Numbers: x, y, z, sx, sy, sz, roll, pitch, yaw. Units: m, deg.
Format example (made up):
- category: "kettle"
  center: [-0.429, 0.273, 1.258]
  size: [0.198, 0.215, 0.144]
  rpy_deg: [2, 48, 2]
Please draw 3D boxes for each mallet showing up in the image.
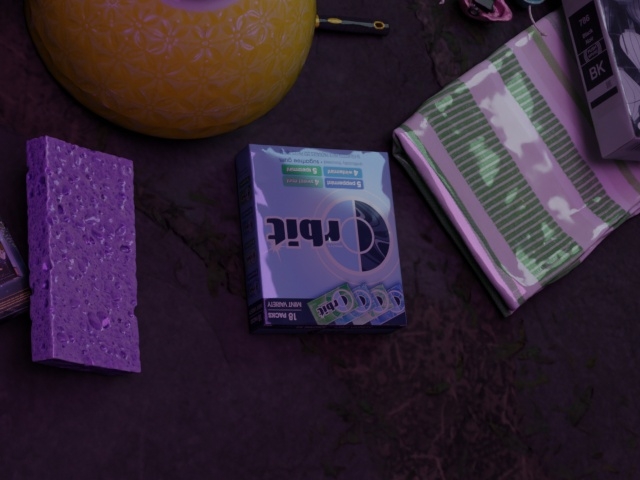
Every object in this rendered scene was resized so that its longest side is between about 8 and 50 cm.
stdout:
- category: "mallet"
  center: [-0.010, -0.220, 1.656]
  size: [0.189, 0.039, 0.062]
  rpy_deg: [8, 70, -28]

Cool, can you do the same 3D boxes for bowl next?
- category: "bowl"
  center: [-0.130, -0.255, 1.509]
  size: [0.289, 0.156, 0.289]
  rpy_deg: [5, 71, -14]

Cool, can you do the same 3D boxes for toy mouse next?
- category: "toy mouse"
  center: [0.201, -0.279, 1.777]
  size: [0.143, 0.031, 0.161]
  rpy_deg: [49, 61, -3]

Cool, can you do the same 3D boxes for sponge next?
- category: "sponge"
  center: [-0.216, 0.015, 1.451]
  size: [0.117, 0.031, 0.210]
  rpy_deg: [18, 63, -52]

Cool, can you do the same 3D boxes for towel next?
- category: "towel"
  center: [0.246, -0.097, 1.741]
  size: [0.325, 0.038, 0.248]
  rpy_deg: [-36, 91, -30]

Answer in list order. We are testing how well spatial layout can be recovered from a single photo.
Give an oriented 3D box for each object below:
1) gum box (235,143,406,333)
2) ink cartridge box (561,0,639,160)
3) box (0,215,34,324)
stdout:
- category: "gum box"
  center: [0.000, 0.000, 1.586]
  size: [0.157, 0.041, 0.184]
  rpy_deg: [1, 73, -26]
- category: "ink cartridge box"
  center: [0.357, -0.249, 1.802]
  size: [0.165, 0.065, 0.333]
  rpy_deg: [0, 68, -32]
- category: "box"
  center: [-0.382, 0.031, 1.385]
  size: [0.233, 0.044, 0.159]
  rpy_deg: [-24, 86, -30]
